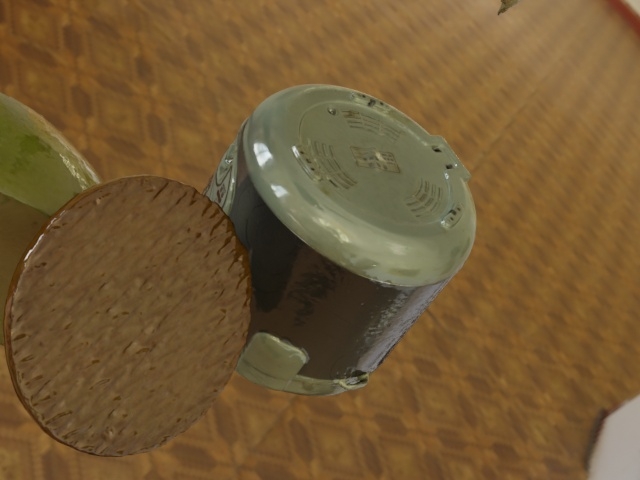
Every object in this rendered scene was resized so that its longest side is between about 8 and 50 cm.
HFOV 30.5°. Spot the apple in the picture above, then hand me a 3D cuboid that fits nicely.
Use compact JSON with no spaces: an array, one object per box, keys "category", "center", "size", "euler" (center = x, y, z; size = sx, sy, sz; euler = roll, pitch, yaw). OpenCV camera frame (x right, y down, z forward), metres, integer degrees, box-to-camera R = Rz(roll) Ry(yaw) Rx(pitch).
[{"category":"apple","center":[-0.368,-0.003,1.148],"size":[0.320,0.360,0.311],"euler":[-34,64,-21]}]

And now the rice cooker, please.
[{"category":"rice cooker","center":[-0.003,0.001,1.265],"size":[0.288,0.277,0.288],"euler":[20,41,-18]}]

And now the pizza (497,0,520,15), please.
[{"category":"pizza","center":[0.167,-0.263,0.856],"size":[0.181,0.262,0.034],"euler":[29,38,-28]}]

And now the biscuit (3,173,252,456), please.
[{"category":"biscuit","center":[-0.169,0.067,1.063],"size":[0.262,0.037,0.262],"euler":[-8,101,-42]}]
